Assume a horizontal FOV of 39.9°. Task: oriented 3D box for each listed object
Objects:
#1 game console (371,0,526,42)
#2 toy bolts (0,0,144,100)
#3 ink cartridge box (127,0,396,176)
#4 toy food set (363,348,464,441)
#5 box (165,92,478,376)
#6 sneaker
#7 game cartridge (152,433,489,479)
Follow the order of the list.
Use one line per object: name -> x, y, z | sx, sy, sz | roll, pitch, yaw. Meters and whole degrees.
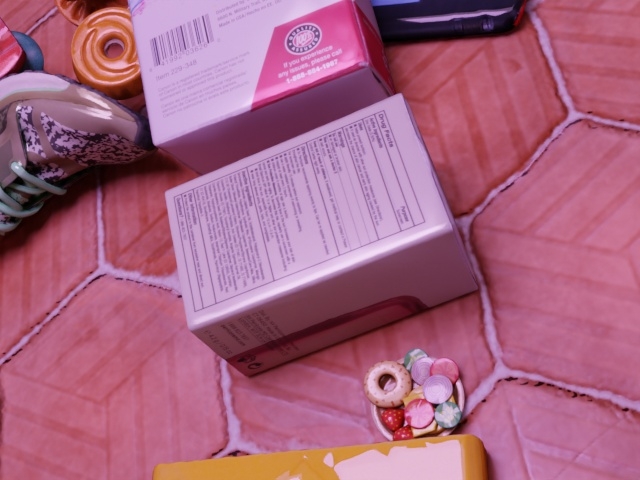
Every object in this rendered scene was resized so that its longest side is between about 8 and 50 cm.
game console -> 0.047, -0.368, 1.000 | 0.386, 0.060, 0.342 | 0, 63, 21
toy bolts -> -0.285, -0.213, 1.006 | 0.228, 0.158, 0.218 | -31, 79, -4
ink cartridge box -> -0.069, -0.245, 0.895 | 0.226, 0.131, 0.306 | -18, 69, 16
toy food set -> 0.081, 0.132, 0.738 | 0.082, 0.020, 0.083 | -21, 57, 9
box -> 0.000, 0.000, 0.777 | 0.232, 0.127, 0.149 | -21, 57, 9
sneaker -> -0.346, -0.055, 0.947 | 0.410, 0.158, 0.182 | -6, 71, 26
game cartridge -> -0.005, 0.318, 0.653 | 0.285, 0.053, 0.324 | -10, 59, 16
